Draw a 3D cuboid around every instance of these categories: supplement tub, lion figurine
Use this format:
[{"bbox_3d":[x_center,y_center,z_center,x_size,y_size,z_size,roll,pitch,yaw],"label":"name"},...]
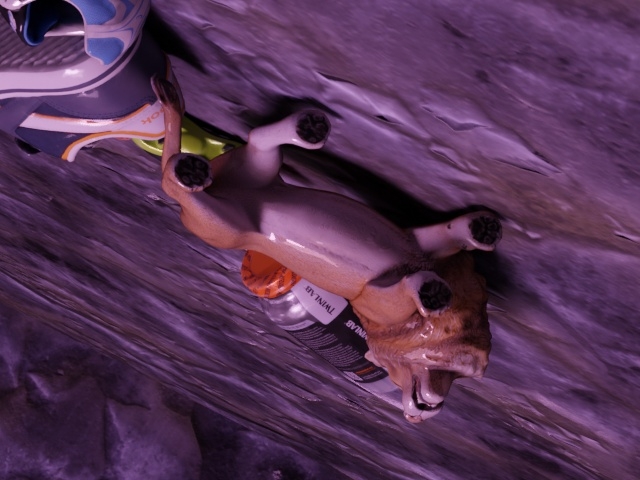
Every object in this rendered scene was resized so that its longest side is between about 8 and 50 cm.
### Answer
[{"bbox_3d":[0.021,0.056,1.483,0.190,0.117,0.117,38,163,-32],"label":"supplement tub"},{"bbox_3d":[0.000,0.000,1.309,0.392,0.142,0.240,36,162,-8],"label":"lion figurine"}]

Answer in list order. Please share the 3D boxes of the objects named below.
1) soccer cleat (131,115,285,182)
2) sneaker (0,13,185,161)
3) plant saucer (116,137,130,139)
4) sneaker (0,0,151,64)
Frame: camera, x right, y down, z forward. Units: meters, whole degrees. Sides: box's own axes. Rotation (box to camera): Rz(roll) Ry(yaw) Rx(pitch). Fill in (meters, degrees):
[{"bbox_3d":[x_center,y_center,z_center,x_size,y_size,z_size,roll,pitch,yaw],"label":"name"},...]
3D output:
[{"bbox_3d":[-0.099,-0.071,1.416,0.179,0.060,0.072,34,175,8],"label":"soccer cleat"},{"bbox_3d":[-0.252,-0.139,1.318,0.321,0.126,0.127,13,153,42],"label":"sneaker"},{"bbox_3d":[-0.221,-0.128,1.516,0.083,0.013,0.083,27,164,8],"label":"plant saucer"},{"bbox_3d":[-0.235,-0.201,1.166,0.237,0.086,0.085,23,166,26],"label":"sneaker"}]
